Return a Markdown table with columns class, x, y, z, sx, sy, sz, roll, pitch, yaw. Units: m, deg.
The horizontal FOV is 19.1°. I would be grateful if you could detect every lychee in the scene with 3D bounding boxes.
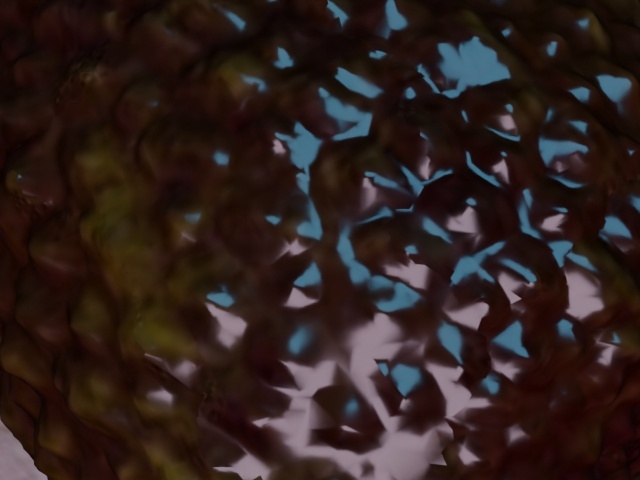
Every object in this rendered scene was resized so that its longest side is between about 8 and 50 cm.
| class | x | y | z | sx | sy | sz | roll | pitch | yaw |
| --- | --- | --- | --- | --- | --- | --- | --- | --- | --- |
| lychee | 0.000 | 0.000 | 0.561 | 0.271 | 0.236 | 0.236 | 37 | 132 | 15 |
